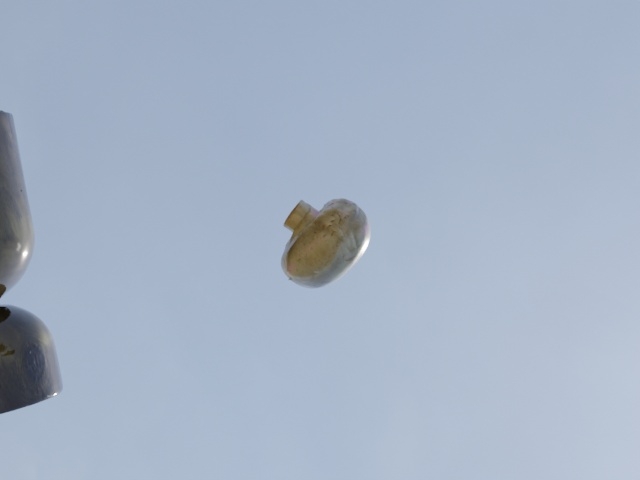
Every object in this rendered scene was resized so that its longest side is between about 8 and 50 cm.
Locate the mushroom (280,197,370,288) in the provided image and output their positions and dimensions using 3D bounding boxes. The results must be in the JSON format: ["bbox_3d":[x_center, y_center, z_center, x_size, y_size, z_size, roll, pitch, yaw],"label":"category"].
[{"bbox_3d":[0.000,0.000,1.033,0.067,0.083,0.083,40,-60,-2],"label":"mushroom"}]

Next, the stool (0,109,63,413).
[{"bbox_3d":[-0.345,0.025,1.151,0.179,0.179,0.264,-6,-86,46],"label":"stool"}]
